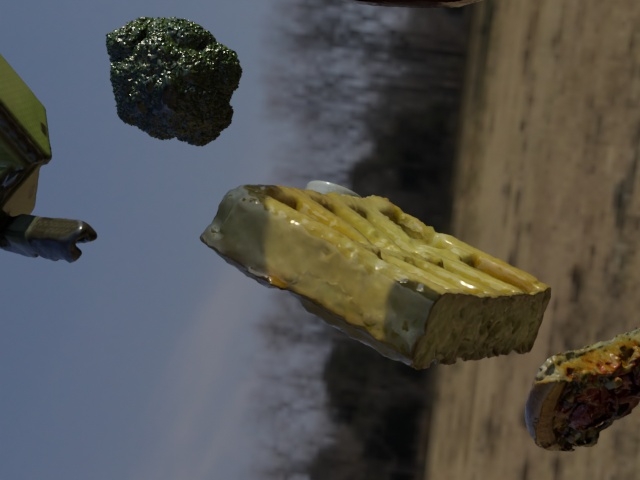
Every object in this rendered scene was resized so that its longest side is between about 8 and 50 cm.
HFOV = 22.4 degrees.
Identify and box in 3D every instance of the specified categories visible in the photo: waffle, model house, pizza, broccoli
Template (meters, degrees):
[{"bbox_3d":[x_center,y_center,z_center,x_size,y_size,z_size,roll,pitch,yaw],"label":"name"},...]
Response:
[{"bbox_3d":[0.049,0.022,1.111,0.057,0.168,0.274,-64,-23,10],"label":"waffle"},{"bbox_3d":[-0.304,-0.074,1.395,0.205,0.279,0.218,-51,-59,-22],"label":"model house"},{"bbox_3d":[0.286,0.140,1.575,0.053,0.193,0.201,55,-177,30],"label":"pizza"},{"bbox_3d":[-0.167,-0.182,1.789,0.138,0.162,0.146,-85,14,-63],"label":"broccoli"}]

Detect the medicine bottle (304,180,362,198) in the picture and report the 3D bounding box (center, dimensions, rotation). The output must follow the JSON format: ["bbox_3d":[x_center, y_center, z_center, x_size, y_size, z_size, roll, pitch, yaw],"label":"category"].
[{"bbox_3d":[0.000,0.000,1.415,0.058,0.058,0.091,89,-159,-73],"label":"medicine bottle"}]

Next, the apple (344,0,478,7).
[{"bbox_3d":[0.040,-0.253,0.787,0.317,0.288,0.288,-141,56,-71],"label":"apple"}]
